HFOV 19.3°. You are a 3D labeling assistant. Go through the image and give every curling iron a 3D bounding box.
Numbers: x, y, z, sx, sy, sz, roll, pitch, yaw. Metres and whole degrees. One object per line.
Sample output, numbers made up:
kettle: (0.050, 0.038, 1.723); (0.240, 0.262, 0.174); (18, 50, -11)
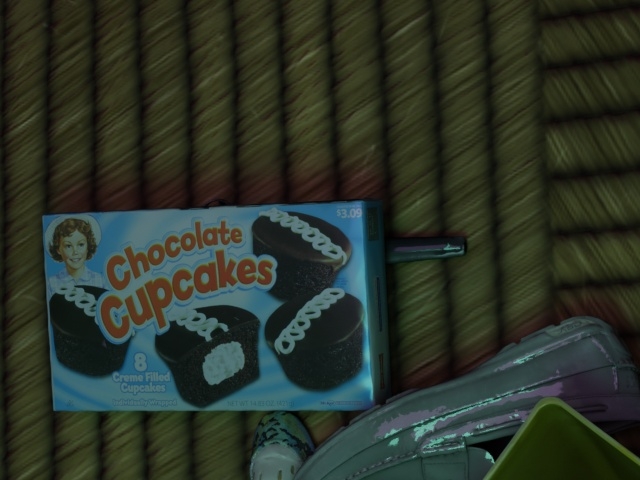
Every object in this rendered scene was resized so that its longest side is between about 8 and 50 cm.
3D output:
curling iron: (0.000, 0.000, 1.732); (0.274, 0.035, 0.068); (3, 81, 21)

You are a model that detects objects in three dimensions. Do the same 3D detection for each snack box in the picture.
snack box: (-0.097, 0.061, 1.718); (0.322, 0.060, 0.187); (-3, 92, 21)

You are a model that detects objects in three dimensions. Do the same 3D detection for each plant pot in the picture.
plant pot: (0.228, 0.278, 1.510); (0.212, 0.187, 0.212); (37, 94, 26)

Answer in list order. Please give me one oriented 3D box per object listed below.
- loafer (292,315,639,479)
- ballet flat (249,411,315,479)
loafer: (0.125, 0.175, 1.612); (0.319, 0.112, 0.111); (-27, 65, 12)
ballet flat: (-0.032, 0.242, 1.681); (0.070, 0.070, 0.188); (-14, 75, 17)
